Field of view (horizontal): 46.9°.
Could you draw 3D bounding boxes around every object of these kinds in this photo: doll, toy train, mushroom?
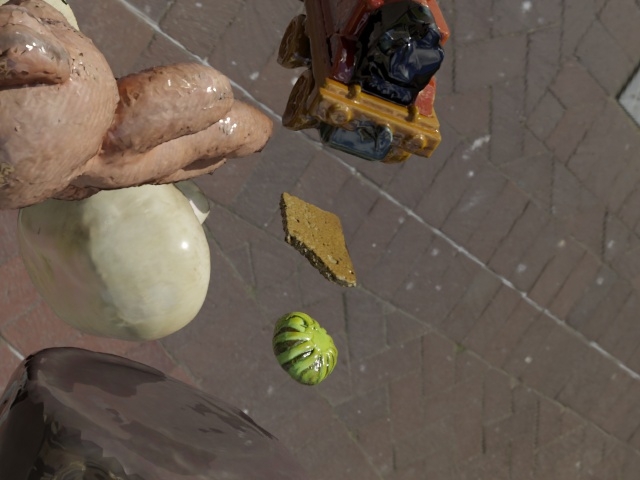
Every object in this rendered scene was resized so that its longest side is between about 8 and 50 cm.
[{"bbox_3d":[-0.170,-0.109,0.572,0.303,0.201,0.156,-11,77,-57],"label":"doll"},{"bbox_3d":[0.061,-0.258,0.912,0.163,0.369,0.231,16,129,-19],"label":"toy train"},{"bbox_3d":[-0.236,0.000,0.926,0.234,0.260,0.254,-31,166,-45],"label":"mushroom"}]

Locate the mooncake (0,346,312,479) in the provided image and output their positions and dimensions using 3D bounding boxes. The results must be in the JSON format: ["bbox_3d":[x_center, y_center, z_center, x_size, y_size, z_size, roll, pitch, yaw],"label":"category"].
[{"bbox_3d":[-0.129,0.172,0.533,0.245,0.245,0.133,27,95,-36],"label":"mooncake"}]

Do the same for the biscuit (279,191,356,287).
[{"bbox_3d":[-0.009,-0.001,1.331,0.131,0.237,0.026,21,118,-20],"label":"biscuit"}]

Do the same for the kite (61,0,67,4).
[{"bbox_3d":[-0.421,-0.387,0.825,0.011,0.314,0.335,-48,128,1],"label":"kite"}]

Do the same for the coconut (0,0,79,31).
[{"bbox_3d":[-0.567,-0.288,1.164,0.345,0.415,0.415,-7,116,-34],"label":"coconut"}]

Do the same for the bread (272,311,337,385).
[{"bbox_3d":[-0.026,0.181,1.256,0.071,0.139,0.130,-41,90,21],"label":"bread"}]
